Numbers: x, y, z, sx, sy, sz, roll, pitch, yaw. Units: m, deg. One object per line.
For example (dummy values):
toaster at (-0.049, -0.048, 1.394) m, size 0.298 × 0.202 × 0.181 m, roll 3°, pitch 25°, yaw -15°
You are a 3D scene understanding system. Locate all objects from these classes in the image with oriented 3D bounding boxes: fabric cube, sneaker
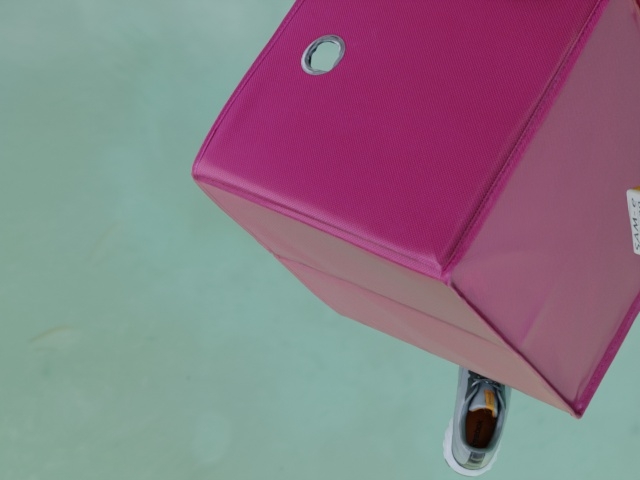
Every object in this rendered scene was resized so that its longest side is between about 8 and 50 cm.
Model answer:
fabric cube at (0.110, -0.056, 0.889) m, size 0.258 × 0.259 × 0.254 m, roll 23°, pitch 76°, yaw 41°
sneaker at (0.249, 0.212, 1.703) m, size 0.100 × 0.108 × 0.271 m, roll 10°, pitch 70°, yaw 0°

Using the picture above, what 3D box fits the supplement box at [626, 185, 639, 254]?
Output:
supplement box at (0.202, -0.009, 0.545) m, size 0.062 × 0.098 × 0.036 m, roll -18°, pitch 107°, yaw -18°
